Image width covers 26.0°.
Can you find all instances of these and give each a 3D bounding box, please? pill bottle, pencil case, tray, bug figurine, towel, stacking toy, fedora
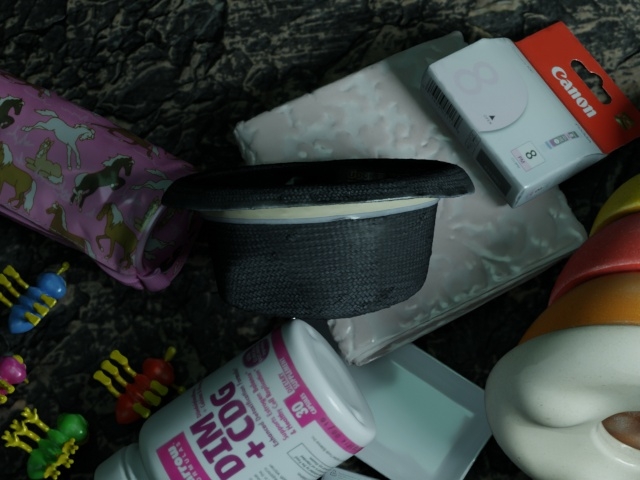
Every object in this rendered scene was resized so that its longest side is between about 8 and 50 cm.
[{"bbox_3d":[-0.095,0.225,1.512,0.283,0.160,0.160,-35,71,8],"label":"pill bottle"},{"bbox_3d":[-0.321,-0.082,1.660,0.386,0.160,0.167,25,110,13],"label":"pencil case"},{"bbox_3d":[0.066,0.179,1.592,0.270,0.030,0.145,33,79,16],"label":"tray"},{"bbox_3d":[-0.304,0.157,1.615,0.279,0.072,0.216,36,74,26],"label":"bug figurine"},{"bbox_3d":[0.102,-0.058,1.637,0.317,0.053,0.332,-25,69,-7],"label":"towel"},{"bbox_3d":[0.391,0.041,1.503,0.350,0.351,0.480,13,55,11],"label":"stacking toy"},{"bbox_3d":[0.000,0.000,1.482,0.334,0.334,0.153,-2,98,6],"label":"fedora"}]

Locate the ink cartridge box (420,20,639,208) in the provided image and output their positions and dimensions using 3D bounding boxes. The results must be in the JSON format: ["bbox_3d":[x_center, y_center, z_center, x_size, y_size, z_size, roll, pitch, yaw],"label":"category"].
[{"bbox_3d":[0.260,-0.166,1.626,0.232,0.066,0.189,-29,72,-21],"label":"ink cartridge box"}]

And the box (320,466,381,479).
[{"bbox_3d":[0.049,0.356,1.516,0.145,0.038,0.186,15,84,13],"label":"box"}]
